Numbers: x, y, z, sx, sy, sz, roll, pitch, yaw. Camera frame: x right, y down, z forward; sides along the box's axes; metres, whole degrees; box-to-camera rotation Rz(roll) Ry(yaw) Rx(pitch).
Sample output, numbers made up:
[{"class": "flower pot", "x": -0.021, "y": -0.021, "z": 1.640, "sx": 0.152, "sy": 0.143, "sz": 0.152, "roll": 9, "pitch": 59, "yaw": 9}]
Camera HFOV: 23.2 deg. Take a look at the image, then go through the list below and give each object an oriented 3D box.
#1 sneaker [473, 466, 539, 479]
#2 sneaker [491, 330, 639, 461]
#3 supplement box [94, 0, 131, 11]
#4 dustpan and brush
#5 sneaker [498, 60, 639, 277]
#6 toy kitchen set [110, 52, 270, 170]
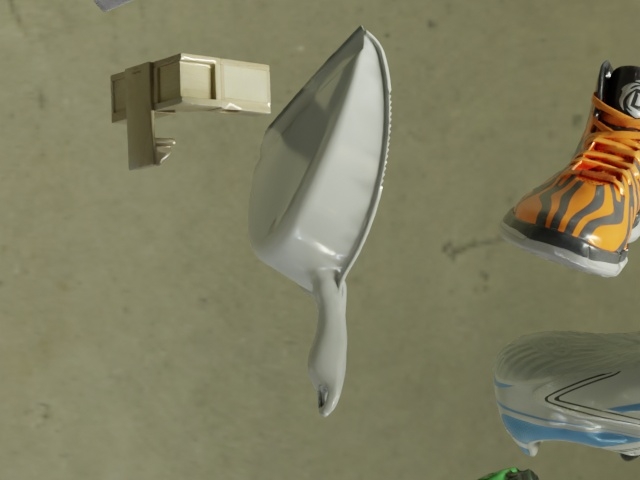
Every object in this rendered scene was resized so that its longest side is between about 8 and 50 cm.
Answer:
[{"class": "sneaker", "x": 0.002, "y": 0.163, "z": 0.573, "sx": 0.343, "sy": 0.146, "sz": 0.134, "roll": 4, "pitch": 75, "yaw": -61}, {"class": "sneaker", "x": 0.225, "y": 0.095, "z": 0.975, "sx": 0.085, "sy": 0.237, "sz": 0.086, "roll": -54, "pitch": 131, "yaw": -49}, {"class": "supplement box", "x": -0.135, "y": -0.302, "z": 1.163, "sx": 0.130, "sy": 0.073, "sz": 0.239, "roll": 47, "pitch": 49, "yaw": -30}, {"class": "dustpan and brush", "x": 0.000, "y": 0.000, "z": 0.900, "sx": 0.060, "sy": 0.147, "sz": 0.211, "roll": 24, "pitch": 55, "yaw": -17}, {"class": "sneaker", "x": 0.265, "y": -0.079, "z": 1.481, "sx": 0.321, "sy": 0.125, "sz": 0.180, "roll": -35, "pitch": 144, "yaw": -69}, {"class": "toy kitchen set", "x": -0.088, "y": -0.080, "z": 1.036, "sx": 0.075, "sy": 0.083, "sz": 0.068, "roll": 2, "pitch": 84, "yaw": -40}]
